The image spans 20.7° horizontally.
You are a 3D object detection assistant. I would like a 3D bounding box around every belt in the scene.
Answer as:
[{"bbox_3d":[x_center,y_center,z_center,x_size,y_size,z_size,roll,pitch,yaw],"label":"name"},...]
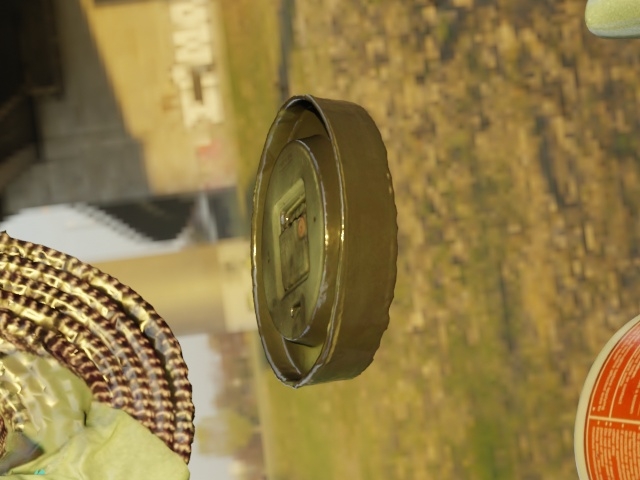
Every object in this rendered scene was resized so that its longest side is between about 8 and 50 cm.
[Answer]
[{"bbox_3d":[-0.220,0.130,0.921,0.260,0.325,0.122,56,149,18],"label":"belt"}]

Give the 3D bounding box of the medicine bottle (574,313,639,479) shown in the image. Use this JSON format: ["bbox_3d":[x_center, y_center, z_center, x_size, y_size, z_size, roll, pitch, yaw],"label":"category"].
[{"bbox_3d":[0.372,0.171,1.490,0.241,0.253,0.252,170,93,-74],"label":"medicine bottle"}]

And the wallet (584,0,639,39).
[{"bbox_3d":[0.340,-0.230,1.177,0.290,0.251,0.054,-47,-62,-38],"label":"wallet"}]

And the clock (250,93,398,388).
[{"bbox_3d":[0.000,0.000,1.097,0.184,0.040,0.184,-178,90,-71],"label":"clock"}]
